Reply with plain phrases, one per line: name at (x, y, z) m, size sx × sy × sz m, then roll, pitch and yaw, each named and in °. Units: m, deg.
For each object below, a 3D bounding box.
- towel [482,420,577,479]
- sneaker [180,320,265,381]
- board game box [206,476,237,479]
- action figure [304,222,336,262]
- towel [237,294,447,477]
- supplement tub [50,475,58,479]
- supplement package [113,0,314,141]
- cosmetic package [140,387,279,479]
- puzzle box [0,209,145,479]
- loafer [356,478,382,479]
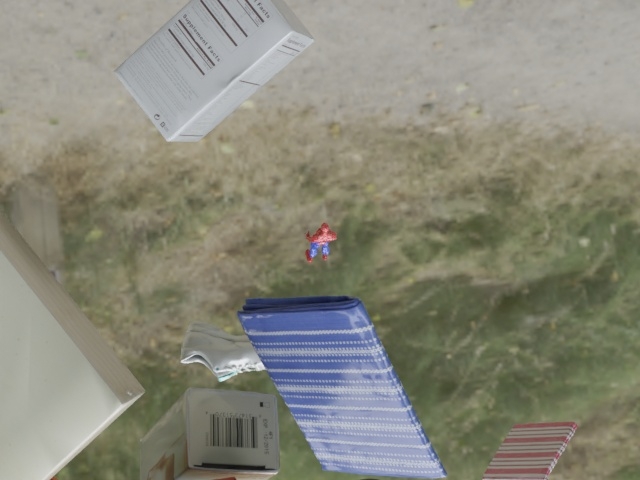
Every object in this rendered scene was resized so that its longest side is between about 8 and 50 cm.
towel at (0.431, 0.436, 2.129) m, size 0.144 × 0.029 × 0.197 m, roll -11°, pitch -160°, yaw 39°
sneaker at (-0.158, 0.224, 1.941) m, size 0.212 × 0.094 × 0.080 m, roll 13°, pitch 150°, yaw 8°
board game box at (-0.215, 0.413, 1.524) m, size 0.281 × 0.027 × 0.145 m, roll -13°, pitch 128°, yaw 25°
action figure at (0.000, 0.000, 1.381) m, size 0.038 × 0.030 × 0.115 m, roll -5°, pitch 165°, yaw -9°
towel at (0.032, 0.222, 1.569) m, size 0.243 × 0.336 × 0.040 m, roll -6°, pitch -149°, yaw 40°
supplement tub at (-0.426, 0.415, 1.477) m, size 0.117 × 0.117 × 0.190 m, roll -8°, pitch -154°, yaw -2°
supplement package at (-0.152, -0.272, 1.523) m, size 0.244 × 0.134 × 0.139 m, roll -39°, pitch 176°, yaw 13°
cosmetic package at (-0.185, 0.345, 1.676) m, size 0.153 × 0.129 × 0.296 m, roll 7°, pitch 153°, yaw -20°
puzzle box at (-0.409, 0.091, 1.140) m, size 0.272 × 0.409 × 0.052 m, roll -42°, pitch 173°, yaw 22°
loafer at (-0.008, 0.300, 0.926) m, size 0.220 × 0.080 × 0.078 m, roll -37°, pitch -172°, yaw -16°
